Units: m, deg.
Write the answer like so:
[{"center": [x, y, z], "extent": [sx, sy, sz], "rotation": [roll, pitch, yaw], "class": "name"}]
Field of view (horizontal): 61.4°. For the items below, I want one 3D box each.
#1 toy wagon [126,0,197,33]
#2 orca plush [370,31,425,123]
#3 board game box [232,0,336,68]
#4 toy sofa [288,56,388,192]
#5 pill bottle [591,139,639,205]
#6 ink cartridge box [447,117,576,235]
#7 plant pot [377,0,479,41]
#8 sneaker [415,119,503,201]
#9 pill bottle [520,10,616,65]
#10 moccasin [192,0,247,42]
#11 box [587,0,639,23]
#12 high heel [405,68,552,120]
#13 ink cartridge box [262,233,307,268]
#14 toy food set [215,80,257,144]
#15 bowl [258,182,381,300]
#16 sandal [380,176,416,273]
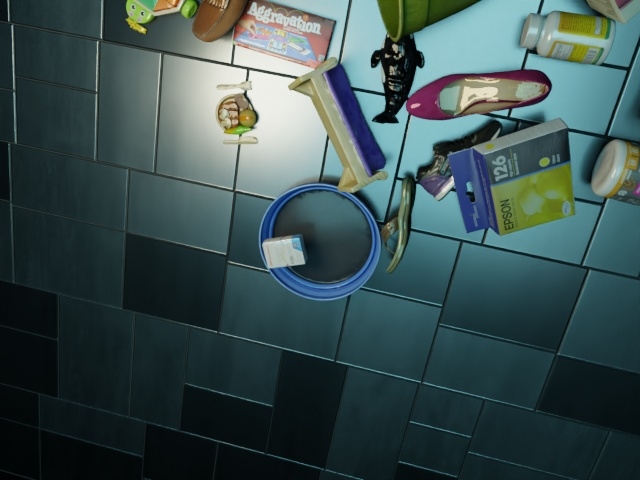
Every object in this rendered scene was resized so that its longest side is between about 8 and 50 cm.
[{"center": [-0.471, -0.761, 1.560], "extent": [0.267, 0.068, 0.344], "rotation": [36, 111, -3], "class": "toy wagon"}, {"center": [0.202, -0.468, 1.517], "extent": [0.151, 0.102, 0.287], "rotation": [22, 111, 3], "class": "orca plush"}, {"center": [-0.109, -0.605, 1.569], "extent": [0.282, 0.027, 0.144], "rotation": [18, 110, 4], "class": "board game box"}, {"center": [0.072, -0.328, 1.531], "extent": [0.177, 0.150, 0.362], "rotation": [-28, 103, -11], "class": "toy sofa"}, {"center": [0.904, -0.166, 1.460], "extent": [0.279, 0.162, 0.162], "rotation": [15, 111, 6], "class": "pill bottle"}, {"center": [0.543, -0.156, 1.517], "extent": [0.308, 0.072, 0.303], "rotation": [-19, 128, 9], "class": "ink cartridge box"}, {"center": [0.316, -0.713, 1.307], "extent": [0.353, 0.366, 0.366], "rotation": [-13, 106, 2], "class": "plant pot"}, {"center": [0.393, -0.252, 1.559], "extent": [0.124, 0.107, 0.283], "rotation": [42, 111, 1], "class": "sneaker"}, {"center": [0.640, -0.532, 1.407], "extent": [0.209, 0.117, 0.117], "rotation": [11, 110, 7], "class": "pill bottle"}, {"center": [-0.253, -0.726, 1.472], "extent": [0.139, 0.147, 0.380], "rotation": [48, 113, 25], "class": "moccasin"}, {"center": [0.696, -0.662, 1.286], "extent": [0.127, 0.148, 0.232], "rotation": [-41, 128, 18], "class": "box"}, {"center": [0.418, -0.396, 1.459], "extent": [0.378, 0.181, 0.127], "rotation": [-12, 106, 14], "class": "high heel"}, {"center": [-0.111, 0.034, 1.693], "extent": [0.123, 0.052, 0.088], "rotation": [-8, 107, 12], "class": "ink cartridge box"}, {"center": [-0.264, -0.388, 1.665], "extent": [0.133, 0.038, 0.191], "rotation": [-1, 108, 11], "class": "toy food set"}, {"center": [0.000, 0.000, 1.730], "extent": [0.392, 0.077, 0.390], "rotation": [3, 110, 9], "class": "bowl"}, {"center": [0.233, -0.048, 1.657], "extent": [0.086, 0.120, 0.302], "rotation": [9, 102, 13], "class": "sandal"}]
